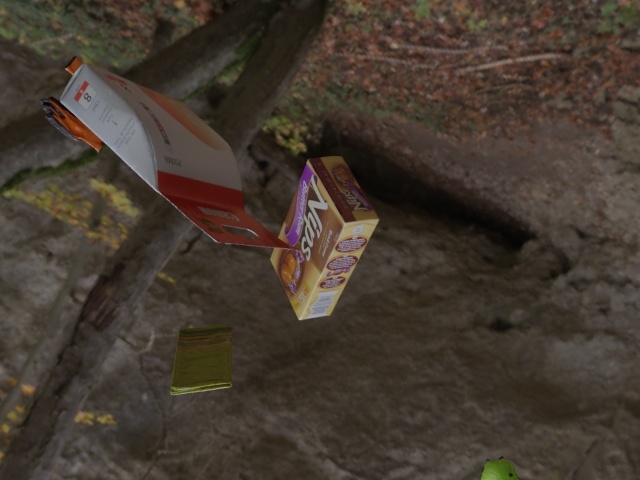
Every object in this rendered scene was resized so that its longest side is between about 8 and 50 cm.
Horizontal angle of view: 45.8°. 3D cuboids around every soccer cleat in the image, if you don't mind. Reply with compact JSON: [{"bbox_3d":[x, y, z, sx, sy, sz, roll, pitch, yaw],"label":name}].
[{"bbox_3d":[0.269,0.411,1.171,0.060,0.179,0.072,-8,-141,-14],"label":"soccer cleat"}]

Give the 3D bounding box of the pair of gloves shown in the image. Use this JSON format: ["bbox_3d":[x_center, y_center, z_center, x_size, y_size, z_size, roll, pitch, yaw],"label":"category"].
[{"bbox_3d":[-0.238,-0.137,0.767,0.010,0.083,0.074,-17,133,44],"label":"pair of gloves"}]

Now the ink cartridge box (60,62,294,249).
[{"bbox_3d":[-0.102,-0.064,0.614,0.179,0.045,0.145,38,-170,18],"label":"ink cartridge box"}]

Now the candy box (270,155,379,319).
[{"bbox_3d":[0.000,0.000,0.945,0.053,0.187,0.109,-8,-128,-28],"label":"candy box"}]

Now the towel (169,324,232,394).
[{"bbox_3d":[-0.203,0.200,1.314,0.102,0.021,0.237,-8,-163,-5],"label":"towel"}]
